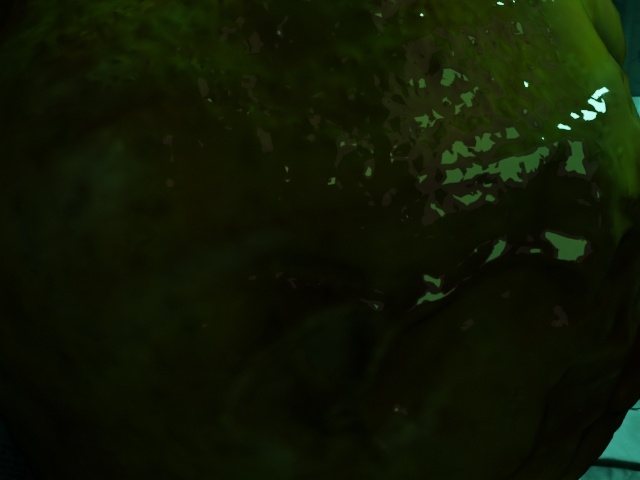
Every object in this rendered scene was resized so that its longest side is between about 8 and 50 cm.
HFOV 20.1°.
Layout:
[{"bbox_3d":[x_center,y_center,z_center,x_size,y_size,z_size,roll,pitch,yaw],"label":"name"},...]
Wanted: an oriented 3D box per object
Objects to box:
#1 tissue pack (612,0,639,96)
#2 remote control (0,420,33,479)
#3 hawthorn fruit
[{"bbox_3d":[0.262,-0.254,1.529,0.089,0.263,0.177,-9,67,3],"label":"tissue pack"},{"bbox_3d":[-0.204,0.178,1.124,0.087,0.047,0.244,16,61,-32],"label":"remote control"},{"bbox_3d":[0.000,0.000,1.079,0.471,0.472,0.472,16,60,-28],"label":"hawthorn fruit"}]
